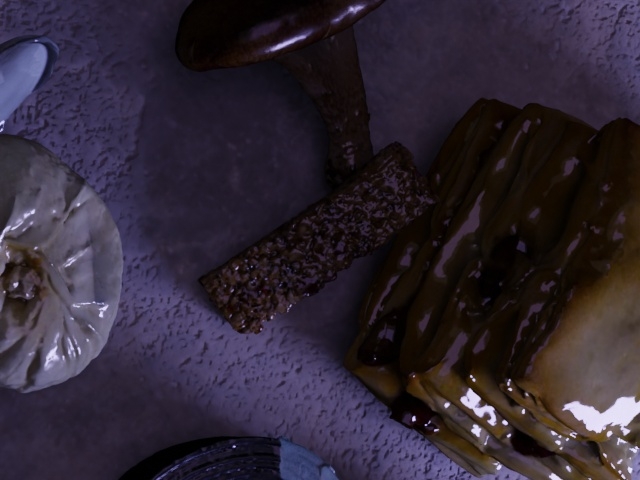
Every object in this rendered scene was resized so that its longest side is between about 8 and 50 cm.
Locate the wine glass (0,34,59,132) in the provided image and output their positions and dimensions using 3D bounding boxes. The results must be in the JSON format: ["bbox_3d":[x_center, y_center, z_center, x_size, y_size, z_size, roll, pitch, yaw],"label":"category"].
[{"bbox_3d":[-0.299,-0.168,0.917,0.232,0.156,0.156,44,69,6],"label":"wine glass"}]

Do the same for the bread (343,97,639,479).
[{"bbox_3d":[0.242,0.067,1.132,0.370,0.191,0.314,31,73,-18],"label":"bread"}]

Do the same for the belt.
[{"bbox_3d":[-0.072,0.227,1.043,0.198,0.078,0.151,-14,88,-25],"label":"belt"}]

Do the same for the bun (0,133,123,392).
[{"bbox_3d":[-0.223,0.015,0.984,0.164,0.111,0.188,7,79,-25],"label":"bun"}]

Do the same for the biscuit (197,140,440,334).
[{"bbox_3d":[0.000,0.000,1.087,0.199,0.034,0.064,-35,99,-1],"label":"biscuit"}]

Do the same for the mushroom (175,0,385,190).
[{"bbox_3d":[0.011,-0.141,1.107,0.227,0.148,0.217,-33,116,-13],"label":"mushroom"}]
